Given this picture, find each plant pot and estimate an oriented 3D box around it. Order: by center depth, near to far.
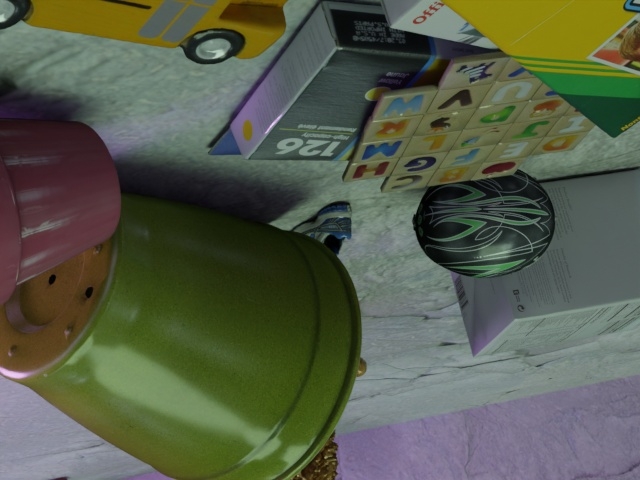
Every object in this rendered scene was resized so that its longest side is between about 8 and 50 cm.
[{"bbox_3d":[-0.307,-0.041,1.114,0.180,0.201,0.201,-17,167,-38],"label":"plant pot"},{"bbox_3d":[-0.201,0.098,1.366,0.367,0.366,0.353,-25,145,30],"label":"plant pot"}]

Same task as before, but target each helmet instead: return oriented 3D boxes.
[{"bbox_3d":[0.217,-0.027,1.485,0.170,0.169,0.161,-4,175,-24],"label":"helmet"}]

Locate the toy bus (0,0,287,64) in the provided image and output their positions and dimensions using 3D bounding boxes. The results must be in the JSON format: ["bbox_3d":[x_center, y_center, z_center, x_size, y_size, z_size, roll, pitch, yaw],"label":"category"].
[{"bbox_3d":[-0.164,-0.220,0.812,0.333,0.108,0.130,3,153,-36],"label":"toy bus"}]

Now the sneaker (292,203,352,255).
[{"bbox_3d":[0.000,0.000,1.574,0.052,0.058,0.135,0,157,-31],"label":"sneaker"}]

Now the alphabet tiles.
[{"bbox_3d":[0.179,-0.125,1.215,0.285,0.011,0.342,-9,164,-12],"label":"alphabet tiles"}]

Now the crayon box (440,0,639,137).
[{"bbox_3d":[0.282,-0.263,0.832,0.363,0.106,0.313,-38,148,22],"label":"crayon box"}]

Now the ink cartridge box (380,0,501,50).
[{"bbox_3d":[0.161,-0.240,0.995,0.191,0.082,0.140,1,156,-39],"label":"ink cartridge box"}]

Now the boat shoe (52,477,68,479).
[{"bbox_3d":[-0.714,0.643,2.878,0.153,0.056,0.048,-16,157,-13],"label":"boat shoe"}]

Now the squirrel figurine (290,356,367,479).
[{"bbox_3d":[-0.047,0.247,1.719,0.281,0.396,0.370,-2,167,-15],"label":"squirrel figurine"}]

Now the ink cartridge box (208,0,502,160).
[{"bbox_3d":[0.073,-0.140,1.232,0.304,0.072,0.307,-2,155,-29],"label":"ink cartridge box"}]

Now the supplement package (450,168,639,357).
[{"bbox_3d":[0.351,0.036,1.678,0.263,0.199,0.198,-8,160,-13],"label":"supplement package"}]
